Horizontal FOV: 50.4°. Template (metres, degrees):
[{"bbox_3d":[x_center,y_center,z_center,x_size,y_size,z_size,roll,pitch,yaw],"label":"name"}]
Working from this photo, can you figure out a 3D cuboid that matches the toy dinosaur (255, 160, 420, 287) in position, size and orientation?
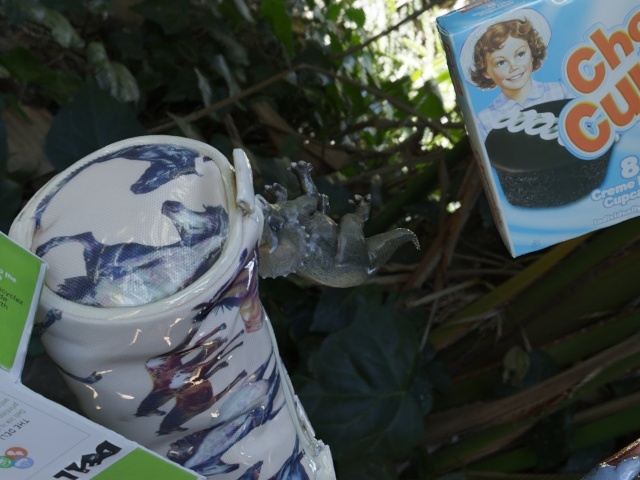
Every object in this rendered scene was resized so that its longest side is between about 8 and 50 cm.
[{"bbox_3d":[0.000,0.000,0.889,0.314,0.121,0.160,24,57,-39],"label":"toy dinosaur"}]

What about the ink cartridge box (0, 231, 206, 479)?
[{"bbox_3d":[-0.220,0.091,0.381,0.255,0.189,0.097,43,19,-34],"label":"ink cartridge box"}]

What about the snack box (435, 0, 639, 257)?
[{"bbox_3d":[0.262,-0.125,0.478,0.060,0.322,0.187,-94,162,-60],"label":"snack box"}]

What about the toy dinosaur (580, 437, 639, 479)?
[{"bbox_3d":[0.126,0.124,0.312,0.047,0.082,0.090,50,39,-15],"label":"toy dinosaur"}]

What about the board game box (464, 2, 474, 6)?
[{"bbox_3d":[0.269,-0.227,0.700,0.147,0.194,0.045,-2,94,-38],"label":"board game box"}]

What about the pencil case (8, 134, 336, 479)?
[{"bbox_3d":[-0.099,0.109,0.566,0.410,0.184,0.159,82,-13,-46],"label":"pencil case"}]
